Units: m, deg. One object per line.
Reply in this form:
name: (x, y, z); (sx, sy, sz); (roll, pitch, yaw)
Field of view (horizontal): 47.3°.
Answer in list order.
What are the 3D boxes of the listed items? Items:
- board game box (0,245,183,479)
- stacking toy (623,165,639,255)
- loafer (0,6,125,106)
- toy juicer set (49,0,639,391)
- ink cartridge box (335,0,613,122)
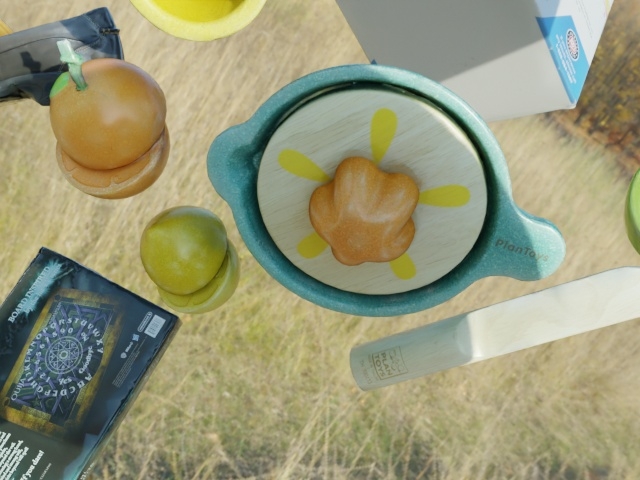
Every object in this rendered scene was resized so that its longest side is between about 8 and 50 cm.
board game box: (-0.206, 0.110, 0.543); (0.126, 0.186, 0.026); (27, -19, 9)
stacking toy: (0.380, -0.023, 0.507); (0.130, 0.280, 0.308); (55, 20, -55)
loafer: (-0.210, -0.117, 0.473); (0.170, 0.061, 0.062); (-3, 12, -6)
toy juicer set: (0.000, 0.000, 0.373); (0.329, 0.209, 0.089); (40, 30, -14)
ink cartridge box: (0.156, -0.245, 0.673); (0.171, 0.168, 0.232); (54, 49, -31)
